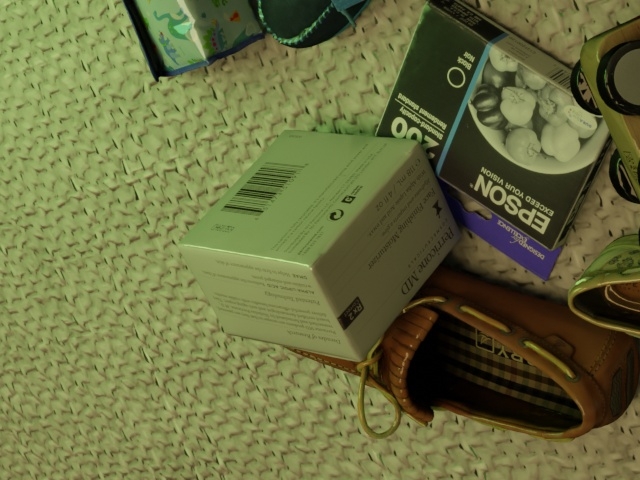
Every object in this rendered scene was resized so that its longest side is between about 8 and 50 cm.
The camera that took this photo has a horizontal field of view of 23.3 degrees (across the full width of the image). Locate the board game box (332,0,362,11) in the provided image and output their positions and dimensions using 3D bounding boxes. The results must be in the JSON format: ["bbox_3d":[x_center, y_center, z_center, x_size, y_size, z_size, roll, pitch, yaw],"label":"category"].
[{"bbox_3d":[0.108,-0.251,1.267,0.201,0.136,0.035,-14,106,56],"label":"board game box"}]

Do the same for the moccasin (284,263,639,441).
[{"bbox_3d":[0.105,0.109,1.469,0.380,0.147,0.139,19,122,31],"label":"moccasin"}]

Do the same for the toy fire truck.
[{"bbox_3d":[0.350,-0.100,1.198,0.158,0.246,0.217,-140,26,-85],"label":"toy fire truck"}]

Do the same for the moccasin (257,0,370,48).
[{"bbox_3d":[0.009,-0.310,1.363,0.138,0.117,0.342,39,130,18],"label":"moccasin"}]

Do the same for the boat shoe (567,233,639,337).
[{"bbox_3d":[0.347,0.061,1.291,0.285,0.089,0.104,5,114,37],"label":"boat shoe"}]

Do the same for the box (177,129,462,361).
[{"bbox_3d":[0.000,0.000,1.450,0.182,0.181,0.119,8,137,42],"label":"box"}]

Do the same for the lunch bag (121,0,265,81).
[{"bbox_3d":[-0.148,-0.232,1.550,0.151,0.096,0.128,-4,111,55],"label":"lunch bag"}]

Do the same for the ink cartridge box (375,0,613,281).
[{"bbox_3d":[0.151,-0.086,1.409,0.206,0.045,0.208,35,130,21],"label":"ink cartridge box"}]
